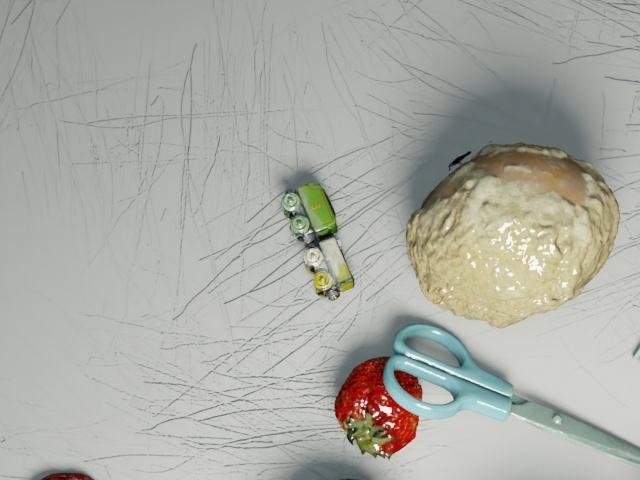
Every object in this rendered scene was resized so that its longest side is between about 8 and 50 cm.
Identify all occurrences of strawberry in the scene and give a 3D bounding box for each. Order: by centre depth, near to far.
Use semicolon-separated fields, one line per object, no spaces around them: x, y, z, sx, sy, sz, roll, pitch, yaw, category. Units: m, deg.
0.089;0.246;1.347;0.131;0.131;0.148;8;44;12;strawberry

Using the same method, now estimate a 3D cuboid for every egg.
0.281;-0.010;1.312;0.310;0.279;0.279;-27;69;31;egg

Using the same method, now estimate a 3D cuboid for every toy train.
0.000;0.000;1.456;0.081;0.060;0.202;-22;73;-3;toy train

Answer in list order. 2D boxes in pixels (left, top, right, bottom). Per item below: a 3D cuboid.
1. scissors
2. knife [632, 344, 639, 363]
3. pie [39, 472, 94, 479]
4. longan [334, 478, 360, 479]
0.308;0.253;1.314;0.447;0.192;0.029;23;123;4;scissors
0.533;0.124;1.350;0.044;0.023;0.162;35;82;13;knife
-0.404;0.438;1.409;0.154;0.036;0.154;-3;74;9;pie
0.032;0.457;1.240;0.248;0.248;0.248;-3;74;9;longan
